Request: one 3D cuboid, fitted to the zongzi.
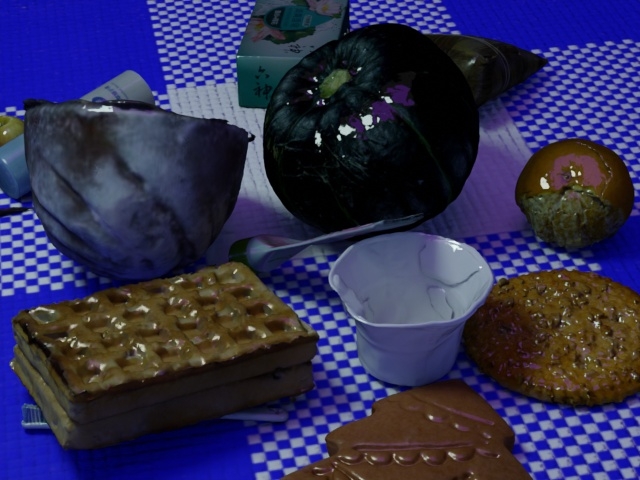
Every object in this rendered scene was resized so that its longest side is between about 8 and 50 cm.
[{"bbox_3d":[0.194,-0.274,2.365,0.247,0.111,0.241,15,19,32],"label":"zongzi"}]

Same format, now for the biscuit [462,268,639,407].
[{"bbox_3d":[0.295,0.110,1.839,0.254,0.035,0.254,-1,34,1],"label":"biscuit"}]

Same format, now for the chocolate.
[{"bbox_3d":[-0.241,-0.056,1.942,0.303,0.213,0.303,7,-5,1],"label":"chocolate"}]

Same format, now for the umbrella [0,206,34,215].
[{"bbox_3d":[-0.464,-0.036,2.095,0.148,0.022,0.022,-9,11,-23],"label":"umbrella"}]

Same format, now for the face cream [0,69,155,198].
[{"bbox_3d":[-0.353,-0.153,2.179,0.250,0.077,0.077,-37,47,-28],"label":"face cream"}]

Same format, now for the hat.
[{"bbox_3d":[0.106,0.090,1.793,0.203,0.126,0.203,-1,34,1],"label":"hat"}]

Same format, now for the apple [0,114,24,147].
[{"bbox_3d":[-0.454,-0.144,2.202,0.084,0.071,0.084,-2,33,1],"label":"apple"}]

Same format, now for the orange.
[{"bbox_3d":[0.337,-0.058,2.011,0.156,0.134,0.157,-10,67,25],"label":"orange"}]

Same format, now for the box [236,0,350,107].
[{"bbox_3d":[-0.038,-0.304,2.404,0.153,0.092,0.245,3,34,6],"label":"box"}]

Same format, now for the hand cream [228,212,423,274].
[{"bbox_3d":[0.000,-0.001,1.883,0.275,0.050,0.079,-13,25,41],"label":"hand cream"}]

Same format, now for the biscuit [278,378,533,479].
[{"bbox_3d":[0.110,0.243,1.642,0.284,0.043,0.306,9,36,14],"label":"biscuit"}]

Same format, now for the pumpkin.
[{"bbox_3d":[0.075,-0.131,2.029,0.315,0.238,0.315,-19,35,14],"label":"pumpkin"}]

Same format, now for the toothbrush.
[{"bbox_3d":[-0.188,0.201,1.735,0.304,0.030,0.030,1,34,-2],"label":"toothbrush"}]

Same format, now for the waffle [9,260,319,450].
[{"bbox_3d":[-0.183,0.128,1.748,0.308,0.091,0.213,-12,30,-27],"label":"waffle"}]
